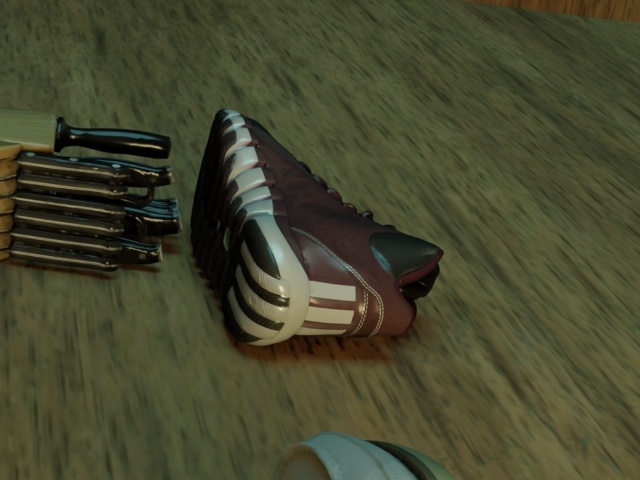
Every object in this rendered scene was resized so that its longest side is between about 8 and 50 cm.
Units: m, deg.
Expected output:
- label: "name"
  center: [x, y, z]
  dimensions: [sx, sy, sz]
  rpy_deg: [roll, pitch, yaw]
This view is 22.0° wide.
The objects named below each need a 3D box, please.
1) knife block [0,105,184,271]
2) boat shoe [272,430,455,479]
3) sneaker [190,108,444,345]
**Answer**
- label: "knife block"
  center: [-0.246, -0.052, 1.237]
  dimensions: [0.276, 0.088, 0.242]
  rpy_deg: [22, 21, 34]
- label: "boat shoe"
  center: [0.008, 0.164, 0.666]
  dimensions: [0.103, 0.113, 0.302]
  rpy_deg: [10, 18, -17]
- label: "sneaker"
  center: [0.000, 0.000, 1.211]
  dimensions: [0.163, 0.106, 0.281]
  rpy_deg: [9, 28, -17]
